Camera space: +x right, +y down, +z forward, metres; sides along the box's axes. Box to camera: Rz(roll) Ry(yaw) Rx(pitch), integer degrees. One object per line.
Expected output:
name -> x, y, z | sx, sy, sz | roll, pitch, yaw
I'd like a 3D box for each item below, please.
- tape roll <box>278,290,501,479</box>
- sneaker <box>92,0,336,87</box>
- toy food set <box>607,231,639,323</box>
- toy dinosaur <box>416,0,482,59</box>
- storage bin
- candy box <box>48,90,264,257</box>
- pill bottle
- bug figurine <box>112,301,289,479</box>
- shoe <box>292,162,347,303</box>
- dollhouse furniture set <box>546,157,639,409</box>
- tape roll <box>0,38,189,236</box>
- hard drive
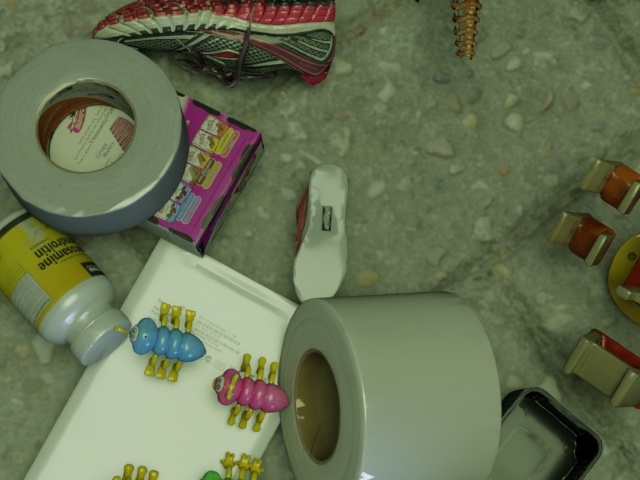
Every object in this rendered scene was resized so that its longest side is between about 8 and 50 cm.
tape roll -> 0.072, 0.181, 1.642 | 0.169, 0.246, 0.246 | -1, 81, -23
sneaker -> -0.130, -0.242, 1.774 | 0.299, 0.121, 0.112 | 0, 112, 1
toy food set -> 0.464, 0.056, 1.819 | 0.217, 0.071, 0.128 | 22, 103, -1
toy dinosaur -> 0.161, -0.389, 1.772 | 0.164, 0.218, 0.322 | 20, 79, -4
storage bin -> 0.237, 0.276, 1.745 | 0.122, 0.084, 0.180 | 40, 78, 1
candy box -> -0.206, -0.103, 1.737 | 0.233, 0.071, 0.159 | 27, 75, 9
pill bottle -> -0.306, 0.055, 1.693 | 0.103, 0.103, 0.184 | -42, 75, -11
bug figurine -> -0.148, 0.218, 1.653 | 0.216, 0.072, 0.279 | 12, 85, -14
shoe -> 0.000, 0.000, 1.762 | 0.063, 0.081, 0.178 | 7, 77, -5
dollhouse furniture set -> 0.396, 0.064, 1.714 | 0.262, 0.135, 0.259 | 35, 107, 24
tape roll -> -0.263, -0.118, 1.668 | 0.219, 0.072, 0.219 | 0, 72, 1
hard drive -> -0.171, 0.200, 1.731 | 0.233, 0.047, 0.353 | 29, 79, -1
